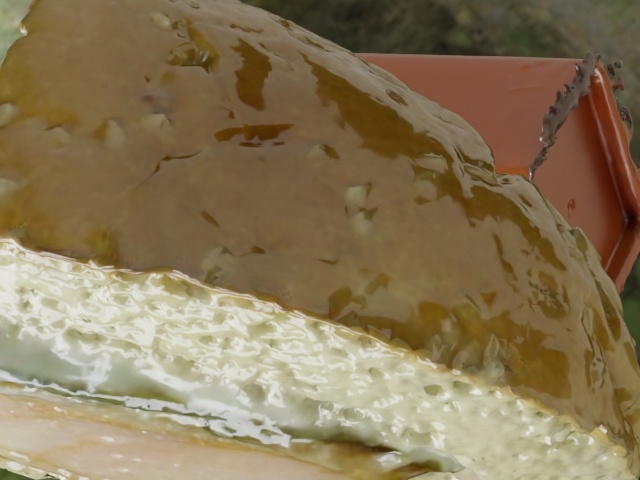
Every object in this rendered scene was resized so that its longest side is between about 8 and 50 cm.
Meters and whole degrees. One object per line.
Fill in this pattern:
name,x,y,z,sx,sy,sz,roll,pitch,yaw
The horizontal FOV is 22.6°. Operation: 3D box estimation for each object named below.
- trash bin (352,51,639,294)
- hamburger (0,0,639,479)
trash bin,0.040,-0.023,0.827,0.238,0.184,0.161,-2,127,31
hamburger,0.000,0.000,0.465,0.207,0.155,0.135,12,151,6
